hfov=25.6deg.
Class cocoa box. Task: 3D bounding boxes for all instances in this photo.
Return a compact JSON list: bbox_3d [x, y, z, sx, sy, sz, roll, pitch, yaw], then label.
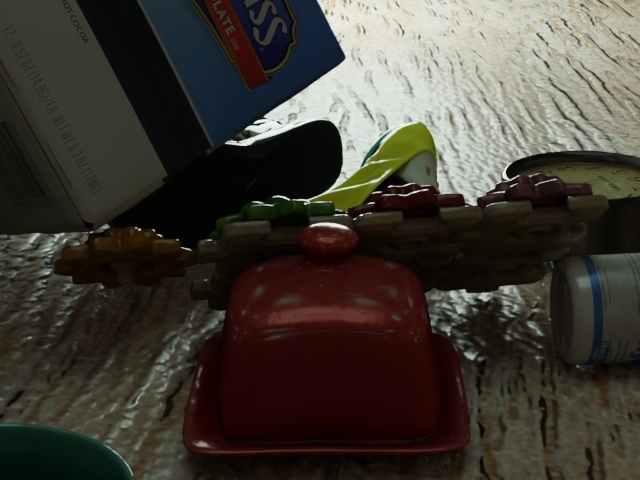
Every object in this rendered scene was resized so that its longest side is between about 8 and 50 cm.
[{"bbox_3d":[-0.196,-0.155,1.005,0.228,0.231,0.347,-35,17,-28],"label":"cocoa box"}]

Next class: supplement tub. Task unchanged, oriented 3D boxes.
[{"bbox_3d":[0.204,0.042,0.888,0.107,0.071,0.071,-2,20,-4],"label":"supplement tub"}]

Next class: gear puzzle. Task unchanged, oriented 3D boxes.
[{"bbox_3d":[0.000,0.000,0.905,0.339,0.044,0.175,-5,-18,-9],"label":"gear puzzle"}]

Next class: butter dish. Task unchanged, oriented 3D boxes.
[{"bbox_3d":[0.004,0.047,0.808,0.160,0.118,0.160,0,21,1],"label":"butter dish"}]

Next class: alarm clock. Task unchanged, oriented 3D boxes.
[{"bbox_3d":[0.184,-0.024,1.078,0.192,0.064,0.129,-2,20,-11],"label":"alarm clock"}]

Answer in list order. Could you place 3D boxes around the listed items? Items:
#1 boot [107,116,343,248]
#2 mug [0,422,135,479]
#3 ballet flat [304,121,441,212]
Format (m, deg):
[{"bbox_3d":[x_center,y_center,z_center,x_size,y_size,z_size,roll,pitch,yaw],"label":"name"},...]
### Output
[{"bbox_3d":[-0.120,-0.059,1.167,0.236,0.085,0.178,-19,23,-40],"label":"boot"},{"bbox_3d":[-0.147,0.144,0.576,0.157,0.097,0.129,12,24,31],"label":"mug"},{"bbox_3d":[0.047,-0.023,1.074,0.077,0.077,0.231,19,34,27],"label":"ballet flat"}]
